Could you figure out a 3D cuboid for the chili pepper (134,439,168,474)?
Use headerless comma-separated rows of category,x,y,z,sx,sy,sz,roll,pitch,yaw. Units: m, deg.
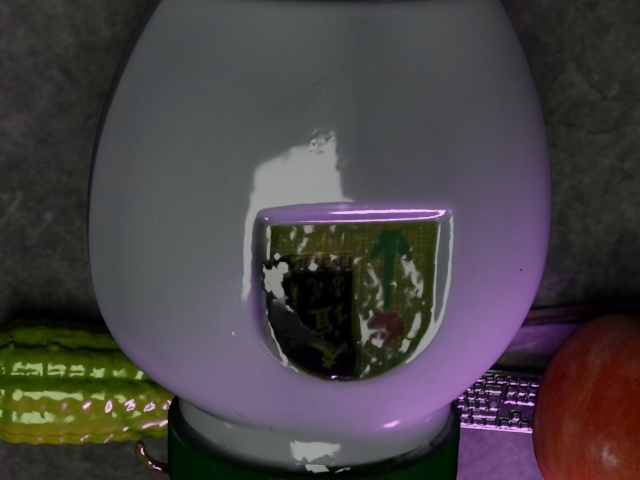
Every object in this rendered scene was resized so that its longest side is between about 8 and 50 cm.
chili pepper,-0.048,0.208,1.172,0.071,0.063,0.272,-39,130,23

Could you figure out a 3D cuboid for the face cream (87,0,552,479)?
face cream,0.000,0.000,0.989,0.313,0.219,0.356,-2,111,-11

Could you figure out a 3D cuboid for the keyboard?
keyboard,0.113,0.126,1.179,0.198,0.010,0.063,5,118,-4

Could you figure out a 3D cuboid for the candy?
candy,-0.157,0.111,1.123,0.210,0.096,0.096,4,117,-13

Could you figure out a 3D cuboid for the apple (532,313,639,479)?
apple,0.263,0.147,1.090,0.210,0.209,0.164,17,95,-10
